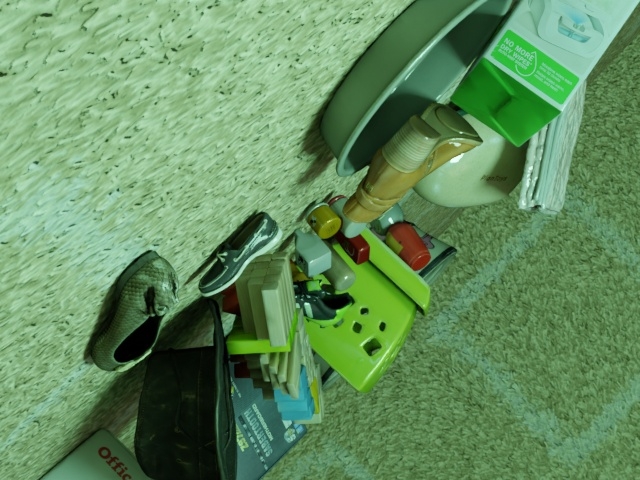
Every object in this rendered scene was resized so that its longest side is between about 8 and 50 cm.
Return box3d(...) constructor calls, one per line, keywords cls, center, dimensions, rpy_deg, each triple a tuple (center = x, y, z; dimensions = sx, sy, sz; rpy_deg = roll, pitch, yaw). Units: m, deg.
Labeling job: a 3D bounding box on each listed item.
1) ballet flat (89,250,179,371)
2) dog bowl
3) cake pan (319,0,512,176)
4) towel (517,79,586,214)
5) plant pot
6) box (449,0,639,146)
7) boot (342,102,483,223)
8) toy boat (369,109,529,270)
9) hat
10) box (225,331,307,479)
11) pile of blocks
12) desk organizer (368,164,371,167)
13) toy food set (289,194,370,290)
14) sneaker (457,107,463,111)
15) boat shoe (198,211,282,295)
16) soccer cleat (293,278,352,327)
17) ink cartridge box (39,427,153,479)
box3d(cls="ballet flat", center=(-0.193, 0.092, 1.298), dimensions=(0.084, 0.058, 0.250), rpy_deg=(-40, 169, -33))
box3d(cls="dog bowl", center=(0.085, 0.118, 2.454), dimensions=(0.408, 0.150, 0.408), rpy_deg=(-44, 171, -9))
box3d(cls="cake pan", center=(0.105, -0.197, 1.401), dimensions=(0.293, 0.054, 0.293), rpy_deg=(-45, 171, -9))
box3d(cls="towel", center=(0.396, -0.207, 2.005), dimensions=(0.317, 0.053, 0.331), rpy_deg=(-7, 108, -74))
box3d(cls="plant pot", center=(0.060, 0.106, 2.024), dimensions=(0.207, 0.227, 0.228), rpy_deg=(-47, 171, -2))
box3d(cls="box", center=(0.295, -0.267, 1.566), dimensions=(0.231, 0.127, 0.262), rpy_deg=(-54, 179, -6))
box3d(cls="boot", center=(0.112, -0.093, 1.513), dimensions=(0.197, 0.073, 0.152), rpy_deg=(-11, 145, -55))
box3d(cls="toy boat", center=(0.200, -0.103, 2.026), dimensions=(0.267, 0.148, 0.318), rpy_deg=(5, 131, -49))
box3d(cls="hat", center=(-0.181, 0.244, 1.610), dimensions=(0.134, 0.331, 0.331), rpy_deg=(-6, 165, -4))
box3d(cls="box", center=(-0.136, 0.285, 1.990), dimensions=(0.183, 0.232, 0.059), rpy_deg=(-40, -148, -29))
box3d(cls="pile of blocks", center=(-0.078, 0.164, 1.657), dimensions=(0.362, 0.113, 0.149), rpy_deg=(75, 14, -48))
box3d(cls="desk organizer", center=(0.104, -0.128, 1.723), dimensions=(0.047, 0.050, 0.130), rpy_deg=(-50, 171, 24))
box3d(cls="toy food set", center=(0.000, 0.000, 1.789), dimensions=(0.111, 0.104, 0.232), rpy_deg=(-29, 148, -19))
box3d(cls="sneaker", center=(0.297, -0.195, 2.111), dimensions=(0.222, 0.118, 0.083), rpy_deg=(-45, 172, -4))
box3d(cls="boat shoe", center=(-0.102, 0.016, 1.451), dimensions=(0.125, 0.038, 0.046), rpy_deg=(-40, -147, -5))
box3d(cls="soccer cleat", center=(-0.039, 0.078, 1.727), dimensions=(0.179, 0.060, 0.072), rpy_deg=(15, 135, -30))
box3d(cls="ink cartridge box", center=(-0.342, 0.431, 1.681), dimensions=(0.278, 0.201, 0.117), rpy_deg=(-41, 171, -34))
